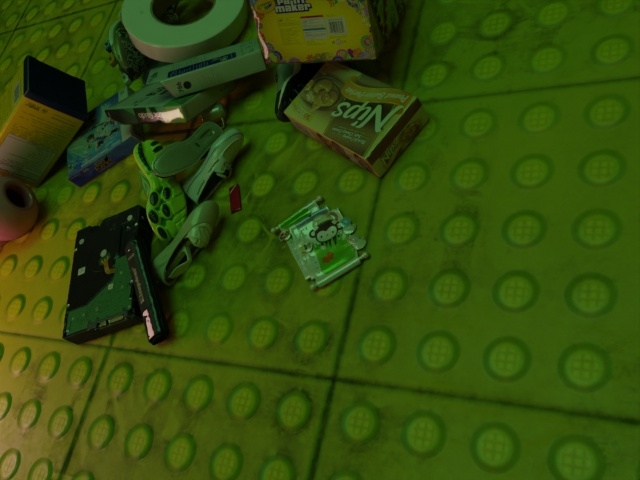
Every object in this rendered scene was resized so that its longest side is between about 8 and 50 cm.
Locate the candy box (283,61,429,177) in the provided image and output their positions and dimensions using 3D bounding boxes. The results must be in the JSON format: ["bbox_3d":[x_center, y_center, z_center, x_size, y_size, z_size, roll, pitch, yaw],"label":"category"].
[{"bbox_3d":[0.078,-0.297,1.511,0.183,0.087,0.316,-51,51,-3],"label":"candy box"}]

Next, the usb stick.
[{"bbox_3d":[-0.428,0.120,1.565,0.077,0.045,0.277,-46,57,46],"label":"usb stick"}]

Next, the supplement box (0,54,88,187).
[{"bbox_3d":[-0.931,-0.376,2.057,0.356,0.194,0.195,-43,47,26],"label":"supplement box"}]

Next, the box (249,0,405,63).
[{"bbox_3d":[0.026,-0.577,1.558,0.290,0.177,0.279,4,41,22],"label":"box"}]

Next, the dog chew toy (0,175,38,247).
[{"bbox_3d":[-1.053,-0.063,2.017,0.332,0.207,0.206,-30,52,24],"label":"dog chew toy"}]

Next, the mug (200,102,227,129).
[{"bbox_3d":[-0.297,-0.353,1.806,0.064,0.078,0.062,-22,21,9],"label":"mug"}]

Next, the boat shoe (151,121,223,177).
[{"bbox_3d":[-0.356,-0.228,1.699,0.233,0.084,0.079,-44,1,-35],"label":"boat shoe"}]

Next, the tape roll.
[{"bbox_3d":[-0.420,-0.714,1.979,0.393,0.072,0.391,-3,61,5],"label":"tape roll"}]

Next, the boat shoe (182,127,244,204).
[{"bbox_3d":[-0.267,-0.188,1.681,0.226,0.083,0.076,-51,61,12],"label":"boat shoe"}]

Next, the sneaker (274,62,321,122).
[{"bbox_3d":[-0.073,-0.415,1.678,0.108,0.100,0.271,-12,52,37],"label":"sneaker"}]

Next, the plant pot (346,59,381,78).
[{"bbox_3d":[0.097,-0.447,1.591,0.083,0.079,0.083,-15,58,25],"label":"plant pot"}]

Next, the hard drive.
[{"bbox_3d":[-0.566,0.090,1.707,0.237,0.064,0.338,-21,54,21],"label":"hard drive"}]

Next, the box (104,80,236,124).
[{"bbox_3d":[-0.435,-0.410,1.849,0.322,0.058,0.232,5,37,36],"label":"box"}]

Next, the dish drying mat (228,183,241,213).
[{"bbox_3d":[-0.221,-0.108,1.641,0.032,0.008,0.083,-23,54,18],"label":"dish drying mat"}]

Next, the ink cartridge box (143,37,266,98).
[{"bbox_3d":[-0.320,-0.475,1.777,0.333,0.065,0.165,-16,31,0],"label":"ink cartridge box"}]

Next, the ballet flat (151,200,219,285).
[{"bbox_3d":[-0.327,0.013,1.592,0.248,0.086,0.086,-50,49,9],"label":"ballet flat"}]

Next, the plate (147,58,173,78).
[{"bbox_3d":[-0.483,-0.596,2.072,0.188,0.024,0.188,-16,55,25],"label":"plate"}]

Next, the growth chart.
[{"bbox_3d":[0.000,0.000,1.435,0.172,0.021,0.237,-39,51,6],"label":"growth chart"}]

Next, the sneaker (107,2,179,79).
[{"bbox_3d":[-0.559,-0.704,2.084,0.182,0.158,0.410,-10,56,26],"label":"sneaker"}]

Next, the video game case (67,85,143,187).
[{"bbox_3d":[-0.692,-0.333,2.028,0.270,0.061,0.244,-29,51,15],"label":"video game case"}]

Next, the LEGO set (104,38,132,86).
[{"bbox_3d":[-0.670,-0.642,2.174,0.093,0.087,0.227,-34,52,11],"label":"LEGO set"}]

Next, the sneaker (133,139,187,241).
[{"bbox_3d":[-0.425,-0.132,1.727,0.110,0.123,0.295,-15,71,-8],"label":"sneaker"}]
